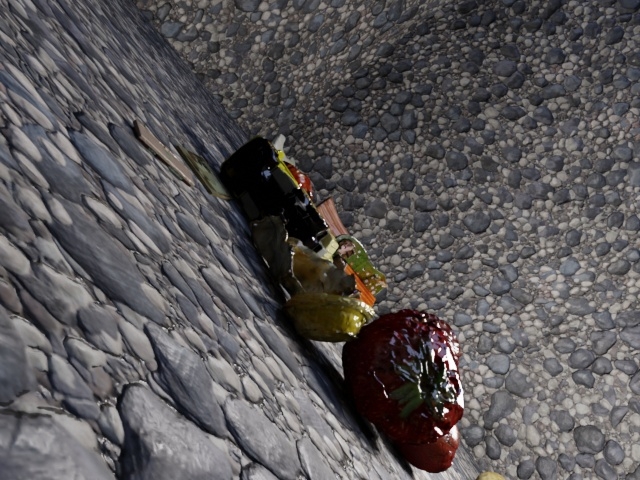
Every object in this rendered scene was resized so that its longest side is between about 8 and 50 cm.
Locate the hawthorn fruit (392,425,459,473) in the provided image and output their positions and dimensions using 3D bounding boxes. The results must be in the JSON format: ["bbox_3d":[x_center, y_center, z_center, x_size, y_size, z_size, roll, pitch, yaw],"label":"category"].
[{"bbox_3d":[0.224,0.433,1.256,0.172,0.148,0.148,31,13,-23],"label":"hawthorn fruit"}]

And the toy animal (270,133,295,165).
[{"bbox_3d":[-0.209,-0.269,2.497,0.266,0.188,0.307,-82,151,-55],"label":"toy animal"}]

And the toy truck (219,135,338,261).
[{"bbox_3d":[-0.106,-0.089,1.577,0.405,0.181,0.254,56,6,25],"label":"toy truck"}]

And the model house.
[{"bbox_3d":[0.097,0.146,1.797,0.294,0.207,0.154,51,8,-34],"label":"model house"}]

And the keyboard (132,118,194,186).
[{"bbox_3d":[-0.298,-0.162,1.067,0.166,0.017,0.055,49,10,-52],"label":"keyboard"}]

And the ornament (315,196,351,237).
[{"bbox_3d":[0.000,0.000,1.919,0.217,0.221,0.235,57,16,-4],"label":"ornament"}]

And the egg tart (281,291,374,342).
[{"bbox_3d":[0.012,0.157,1.111,0.191,0.192,0.074,48,44,-59],"label":"egg tart"}]

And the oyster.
[{"bbox_3d":[-0.060,0.044,1.272,0.337,0.133,0.198,48,11,34],"label":"oyster"}]

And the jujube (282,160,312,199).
[{"bbox_3d":[-0.129,-0.174,1.998,0.212,0.213,0.232,54,7,0],"label":"jujube"}]

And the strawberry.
[{"bbox_3d":[0.159,0.284,1.172,0.274,0.274,0.220,54,-35,1],"label":"strawberry"}]

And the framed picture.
[{"bbox_3d":[-0.277,-0.159,1.363,0.136,0.010,0.201,53,4,2],"label":"framed picture"}]

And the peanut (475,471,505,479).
[{"bbox_3d":[0.602,0.892,1.893,0.137,0.122,0.253,63,4,-13],"label":"peanut"}]

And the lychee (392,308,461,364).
[{"bbox_3d":[0.316,0.375,1.858,0.331,0.305,0.306,26,3,1],"label":"lychee"}]
